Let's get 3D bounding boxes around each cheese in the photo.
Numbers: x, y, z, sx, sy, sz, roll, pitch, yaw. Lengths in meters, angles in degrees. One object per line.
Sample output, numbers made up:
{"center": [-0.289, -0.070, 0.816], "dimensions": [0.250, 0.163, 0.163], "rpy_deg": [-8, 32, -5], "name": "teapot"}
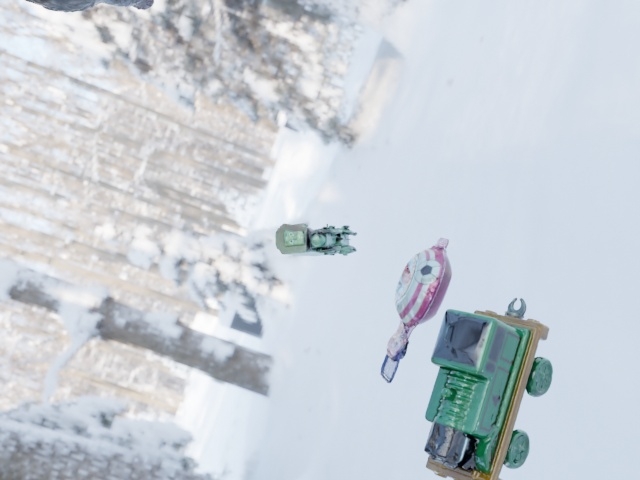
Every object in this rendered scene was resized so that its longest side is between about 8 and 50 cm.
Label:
{"center": [0.147, 0.107, 1.479], "dimensions": [0.155, 0.062, 0.244], "rpy_deg": [-142, 75, -81], "name": "cheese"}

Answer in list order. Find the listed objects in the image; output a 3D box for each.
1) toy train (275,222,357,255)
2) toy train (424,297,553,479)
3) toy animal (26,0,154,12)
{"center": [0.000, 0.000, 1.120], "dimensions": [0.148, 0.071, 0.038], "rpy_deg": [8, -98, -73], "name": "toy train"}
{"center": [0.165, 0.160, 0.980], "dimensions": [0.091, 0.136, 0.228], "rpy_deg": [10, 75, 44], "name": "toy train"}
{"center": [-0.199, -0.203, 0.692], "dimensions": [0.105, 0.202, 0.070], "rpy_deg": [-1, 88, 39], "name": "toy animal"}
